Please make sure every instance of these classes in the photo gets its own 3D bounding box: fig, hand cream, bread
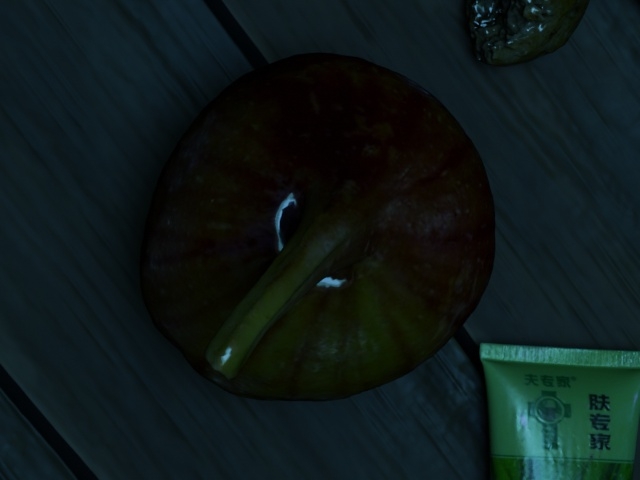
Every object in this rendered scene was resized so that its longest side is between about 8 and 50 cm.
[{"bbox_3d":[0.004,-0.005,0.823,0.175,0.207,0.175,1,85,-7],"label":"fig"},{"bbox_3d":[0.125,0.143,0.933,0.095,0.046,0.175,4,89,-10],"label":"hand cream"},{"bbox_3d":[0.103,-0.150,0.916,0.082,0.060,0.113,-25,95,-8],"label":"bread"}]
